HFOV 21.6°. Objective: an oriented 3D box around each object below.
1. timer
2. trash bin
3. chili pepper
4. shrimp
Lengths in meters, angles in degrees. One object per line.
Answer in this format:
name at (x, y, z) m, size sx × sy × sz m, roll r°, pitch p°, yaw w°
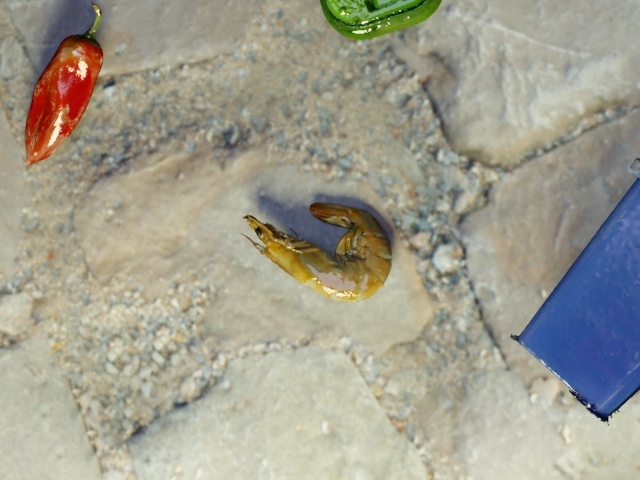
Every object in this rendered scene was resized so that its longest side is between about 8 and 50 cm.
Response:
timer at (0.055, -0.279, 1.691) m, size 0.128 × 0.047 × 0.140 m, roll -16°, pitch 81°, yaw 11°
trash bin at (0.310, 0.049, 1.548) m, size 0.184 × 0.162 × 0.234 m, roll 43°, pitch 101°, yaw 14°
chili pepper at (-0.265, -0.160, 1.760) m, size 0.059 × 0.050 × 0.191 m, roll 31°, pitch 105°, yaw 12°
shrimp at (-0.001, -0.002, 1.682) m, size 0.162 × 0.045 × 0.095 m, roll 31°, pitch 93°, yaw 16°
